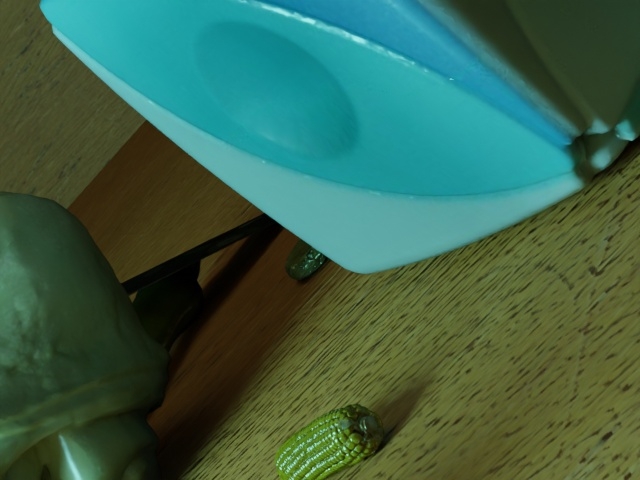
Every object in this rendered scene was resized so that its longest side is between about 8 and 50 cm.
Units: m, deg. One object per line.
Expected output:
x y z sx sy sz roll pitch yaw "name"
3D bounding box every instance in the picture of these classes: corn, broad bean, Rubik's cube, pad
0.003 0.126 1.075 0.092 0.037 0.037 -39 16 50 "corn"
-0.172 0.099 1.708 0.075 0.067 0.325 -66 -3 35 "broad bean"
0.059 -0.220 1.184 0.352 0.351 0.347 -53 12 -28 "Rubik's cube"
-0.123 0.013 1.765 0.190 0.004 0.127 -27 8 -14 "pad"

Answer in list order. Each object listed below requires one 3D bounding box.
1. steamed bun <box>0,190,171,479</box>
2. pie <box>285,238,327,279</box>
-0.246 0.162 1.396 0.339 0.247 0.352 116 170 -65 "steamed bun"
0.000 0.000 1.511 0.084 0.020 0.084 -49 11 13 "pie"
